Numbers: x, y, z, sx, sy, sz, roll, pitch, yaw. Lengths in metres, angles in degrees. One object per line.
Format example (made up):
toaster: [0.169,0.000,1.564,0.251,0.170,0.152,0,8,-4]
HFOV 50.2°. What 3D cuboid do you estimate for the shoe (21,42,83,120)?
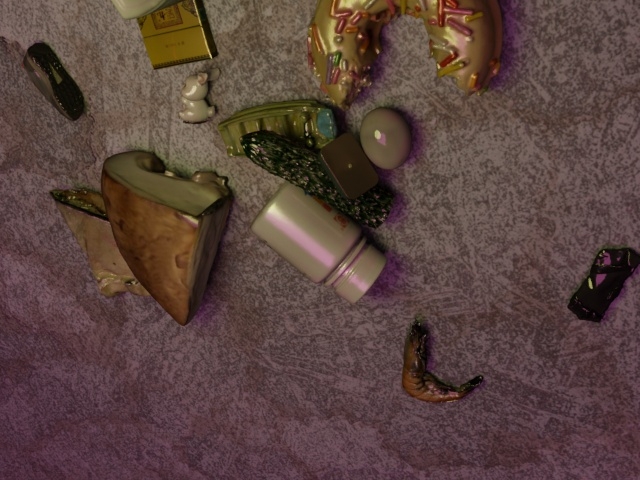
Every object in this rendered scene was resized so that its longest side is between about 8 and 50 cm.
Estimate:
shoe: [-0.640,-0.369,1.630,0.077,0.074,0.194,-19,107,39]

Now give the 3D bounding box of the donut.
donut: [0.147,-0.399,1.281,0.371,0.150,0.307,-1,116,21]

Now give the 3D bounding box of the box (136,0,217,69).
box: [-0.330,-0.516,1.457,0.153,0.041,0.278,-5,114,21]

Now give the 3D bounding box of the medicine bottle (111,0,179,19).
medicine bottle: [-0.254,-0.513,1.260,0.179,0.324,0.124,-27,105,32]

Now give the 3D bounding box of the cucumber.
cucumber: [-0.012,-0.137,1.444,0.360,0.096,0.096,25,124,-18]

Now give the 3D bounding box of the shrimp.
shrimp: [0.296,0.296,1.661,0.198,0.051,0.261,2,120,11]

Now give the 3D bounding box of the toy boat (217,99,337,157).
toy boat: [-0.084,-0.245,1.489,0.277,0.084,0.111,-4,118,25]

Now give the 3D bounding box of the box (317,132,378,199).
box: [0.055,-0.151,1.407,0.126,0.091,0.031,56,155,-8]

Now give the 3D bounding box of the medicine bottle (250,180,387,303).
medicine bottle: [0.000,0.000,1.532,0.293,0.170,0.170,39,122,-2]

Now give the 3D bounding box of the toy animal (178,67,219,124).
toy animal: [-0.276,-0.324,1.518,0.085,0.071,0.124,12,120,14]

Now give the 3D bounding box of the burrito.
burrito: [-0.545,0.001,1.770,0.175,0.107,0.347,-16,113,10]

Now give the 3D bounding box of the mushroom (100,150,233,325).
mushroom: [-0.392,0.016,1.650,0.314,0.224,0.397,18,122,7]

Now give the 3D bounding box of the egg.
egg: [0.136,-0.210,1.412,0.103,0.103,0.135,-11,119,24]

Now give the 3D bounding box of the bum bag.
bum bag: [0.596,0.098,1.443,0.087,0.049,0.197,21,121,2]
